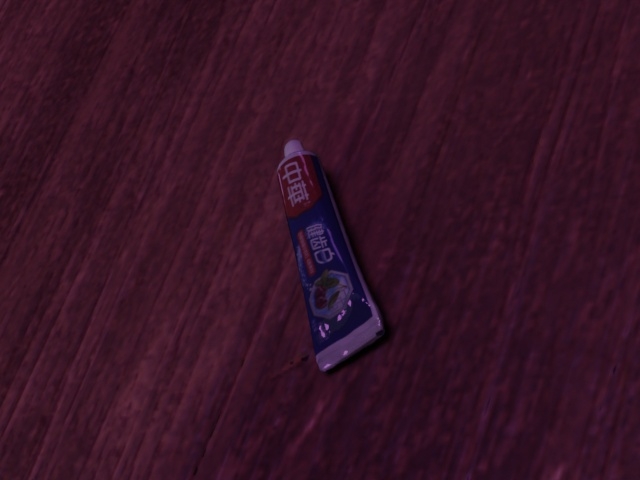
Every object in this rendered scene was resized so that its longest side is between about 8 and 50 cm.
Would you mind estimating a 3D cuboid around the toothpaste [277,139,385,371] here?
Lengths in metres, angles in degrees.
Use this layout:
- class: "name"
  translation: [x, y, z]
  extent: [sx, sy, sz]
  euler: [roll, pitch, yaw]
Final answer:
- class: "toothpaste"
  translation: [0.000, 0.000, 0.721]
  extent: [0.037, 0.021, 0.140]
  euler: [-35, 43, 19]
